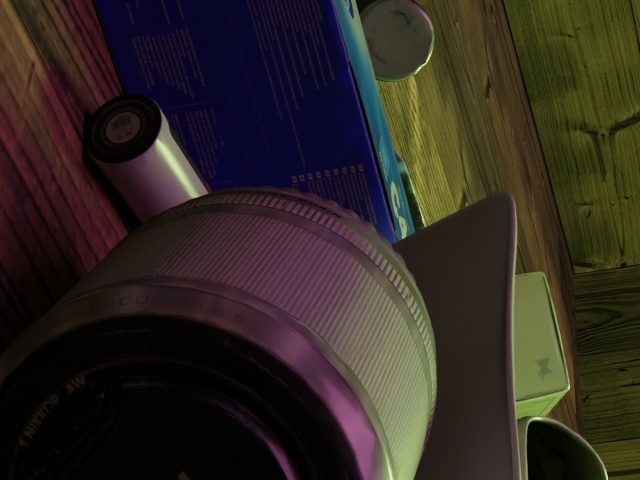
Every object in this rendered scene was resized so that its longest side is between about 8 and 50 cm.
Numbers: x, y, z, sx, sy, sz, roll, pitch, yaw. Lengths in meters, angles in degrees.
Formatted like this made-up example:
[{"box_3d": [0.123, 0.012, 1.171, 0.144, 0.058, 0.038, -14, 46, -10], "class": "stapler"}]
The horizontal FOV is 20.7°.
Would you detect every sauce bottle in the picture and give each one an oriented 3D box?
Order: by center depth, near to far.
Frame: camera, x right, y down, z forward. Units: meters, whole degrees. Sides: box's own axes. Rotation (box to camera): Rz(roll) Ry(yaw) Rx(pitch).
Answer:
[{"box_3d": [0.032, -0.204, 1.551, 0.344, 0.111, 0.111, -112, -171, -73], "class": "sauce bottle"}]

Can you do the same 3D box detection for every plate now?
[{"box_3d": [0.025, 0.126, 1.156, 0.045, 0.278, 0.277, 42, 34, -32], "class": "plate"}]

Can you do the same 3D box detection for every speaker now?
[{"box_3d": [-0.108, -0.039, 1.176, 0.136, 0.055, 0.055, 60, 25, -55], "class": "speaker"}]

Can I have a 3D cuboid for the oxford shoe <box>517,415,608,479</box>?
[{"box_3d": [0.083, 0.234, 1.354, 0.449, 0.130, 0.169, -18, 100, -49], "class": "oxford shoe"}]

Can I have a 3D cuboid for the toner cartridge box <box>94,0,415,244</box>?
[{"box_3d": [-0.036, -0.068, 1.260, 0.075, 0.165, 0.348, -78, 156, -59], "class": "toner cartridge box"}]

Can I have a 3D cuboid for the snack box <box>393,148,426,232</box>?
[{"box_3d": [0.064, 0.030, 1.549, 0.187, 0.060, 0.322, -121, -172, -57], "class": "snack box"}]

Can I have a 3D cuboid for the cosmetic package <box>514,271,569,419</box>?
[{"box_3d": [0.169, 0.131, 1.875, 0.296, 0.153, 0.129, 87, -7, -79], "class": "cosmetic package"}]

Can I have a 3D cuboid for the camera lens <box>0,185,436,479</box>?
[{"box_3d": [-0.053, 0.098, 0.955, 0.274, 0.219, 0.219, -55, 135, -71], "class": "camera lens"}]
